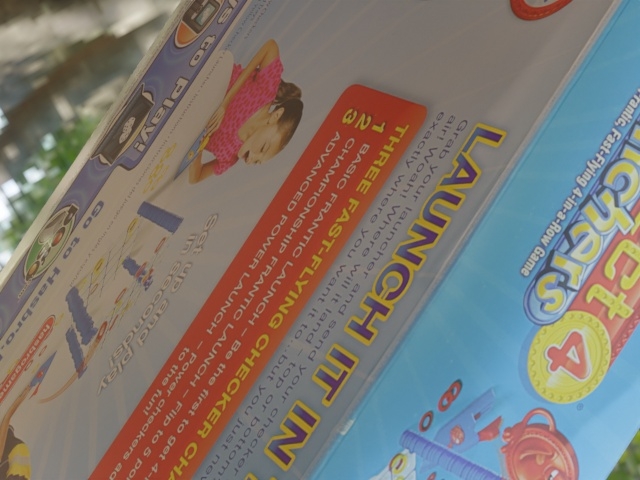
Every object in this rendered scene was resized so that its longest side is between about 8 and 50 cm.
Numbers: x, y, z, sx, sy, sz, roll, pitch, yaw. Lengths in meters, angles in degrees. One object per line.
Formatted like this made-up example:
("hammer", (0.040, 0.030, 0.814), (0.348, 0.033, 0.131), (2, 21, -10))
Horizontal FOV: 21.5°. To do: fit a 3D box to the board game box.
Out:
("board game box", (0.000, 0.000, 0.590), (0.308, 0.086, 0.302), (-56, -153, -2))
